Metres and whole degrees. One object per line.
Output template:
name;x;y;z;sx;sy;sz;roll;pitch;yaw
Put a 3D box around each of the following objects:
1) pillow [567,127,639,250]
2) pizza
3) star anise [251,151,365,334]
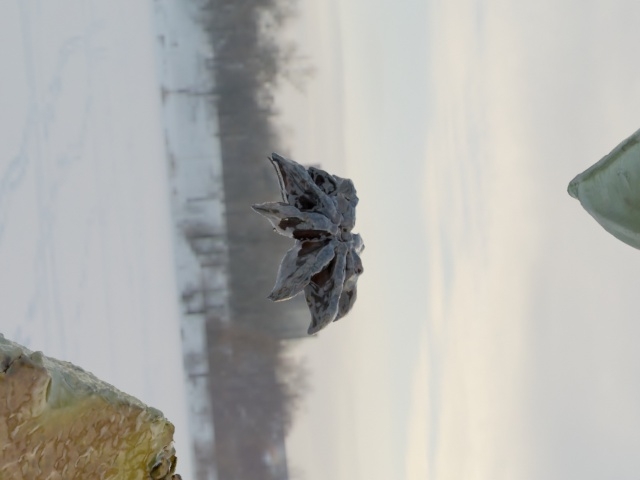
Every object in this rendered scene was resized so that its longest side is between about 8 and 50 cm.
pillow;0.265;0.025;0.557;0.075;0.302;0.185;-57;-178;-30
pizza;-0.153;0.150;0.671;0.071;0.189;0.297;25;-14;43
star anise;0.001;0.001;0.975;0.141;0.042;0.141;17;70;-58
